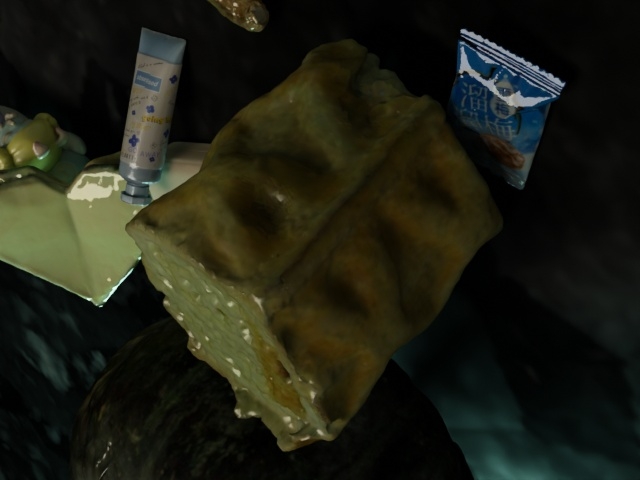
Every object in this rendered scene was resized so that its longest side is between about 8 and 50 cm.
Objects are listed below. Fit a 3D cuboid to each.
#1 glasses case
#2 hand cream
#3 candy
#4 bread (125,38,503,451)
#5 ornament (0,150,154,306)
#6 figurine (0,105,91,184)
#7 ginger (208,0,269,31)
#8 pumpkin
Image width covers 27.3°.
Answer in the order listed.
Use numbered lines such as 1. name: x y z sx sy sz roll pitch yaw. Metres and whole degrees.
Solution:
1. glasses case: -0.100 -0.053 1.314 0.196 0.050 0.083 10 130 46
2. hand cream: -0.168 -0.120 1.299 0.065 0.043 0.170 21 104 36
3. candy: 0.133 -0.099 1.011 0.088 0.038 0.136 28 149 11
4. bread: -0.004 -0.004 1.050 0.196 0.252 0.238 18 142 56
5. ornament: -0.263 -0.003 1.436 0.201 0.059 0.180 -8 122 3
6. figurine: -0.310 -0.071 1.495 0.235 0.127 0.155 24 132 18
7. ginger: -0.097 -0.231 1.154 0.137 0.044 0.057 48 128 3
8. pumpkin: -0.036 0.262 1.262 0.454 0.344 0.454 39 148 31
